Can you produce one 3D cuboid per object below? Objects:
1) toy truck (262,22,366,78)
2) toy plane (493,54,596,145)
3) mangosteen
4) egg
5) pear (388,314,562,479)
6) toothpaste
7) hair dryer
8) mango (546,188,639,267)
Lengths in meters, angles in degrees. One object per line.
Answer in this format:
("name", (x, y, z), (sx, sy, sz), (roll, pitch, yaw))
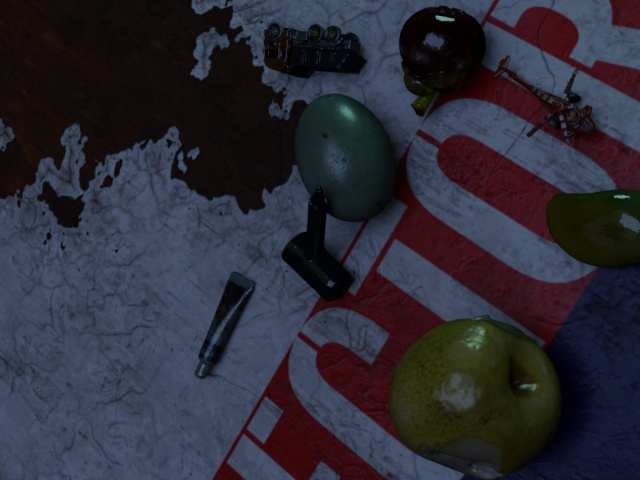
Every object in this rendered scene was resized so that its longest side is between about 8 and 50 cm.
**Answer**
("toy truck", (-0.014, -0.349, 1.831), (0.192, 0.083, 0.092), (10, 95, 29))
("toy plane", (0.365, -0.223, 1.617), (0.194, 0.077, 0.126), (20, 92, 37))
("mangosteen", (0.210, -0.307, 1.682), (0.146, 0.156, 0.181), (-9, 111, 3))
("egg", (0.042, -0.146, 1.730), (0.169, 0.169, 0.236), (-23, 73, 26))
("pear", (0.235, 0.249, 1.547), (0.271, 0.271, 0.271), (-3, 84, 29))
("toothpaste", (-0.192, 0.167, 1.909), (0.062, 0.037, 0.216), (26, 93, 30))
("hair dryer", (0.000, 0.000, 1.719), (0.070, 0.255, 0.128), (-35, 66, -23))
("mango", (0.447, -0.018, 1.547), (0.191, 0.085, 0.122), (-3, 94, 39))
